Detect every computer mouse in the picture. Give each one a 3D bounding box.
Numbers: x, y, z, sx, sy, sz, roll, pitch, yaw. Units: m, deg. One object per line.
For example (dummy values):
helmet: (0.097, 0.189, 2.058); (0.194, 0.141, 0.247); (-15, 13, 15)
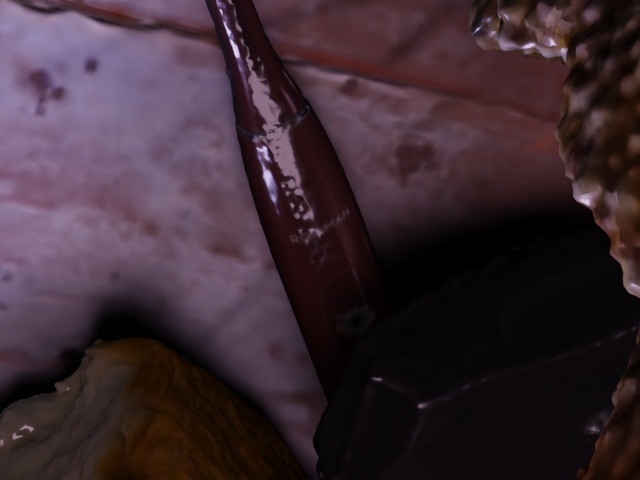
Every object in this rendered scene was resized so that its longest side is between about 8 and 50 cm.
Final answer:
computer mouse: (0.095, 0.053, 0.775); (0.217, 0.073, 0.122); (-21, 130, -20)

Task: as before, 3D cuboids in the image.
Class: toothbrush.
toothbrush: (0.000, 0.000, 0.760); (0.041, 0.041, 0.364); (-19, 119, 0)

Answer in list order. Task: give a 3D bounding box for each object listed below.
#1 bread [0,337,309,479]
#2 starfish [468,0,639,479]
bread: (-0.091, 0.212, 0.733); (0.225, 0.279, 0.250); (-28, 119, 21)
starfish: (0.156, -0.082, 0.564); (0.383, 0.398, 0.132); (-36, 103, 3)
